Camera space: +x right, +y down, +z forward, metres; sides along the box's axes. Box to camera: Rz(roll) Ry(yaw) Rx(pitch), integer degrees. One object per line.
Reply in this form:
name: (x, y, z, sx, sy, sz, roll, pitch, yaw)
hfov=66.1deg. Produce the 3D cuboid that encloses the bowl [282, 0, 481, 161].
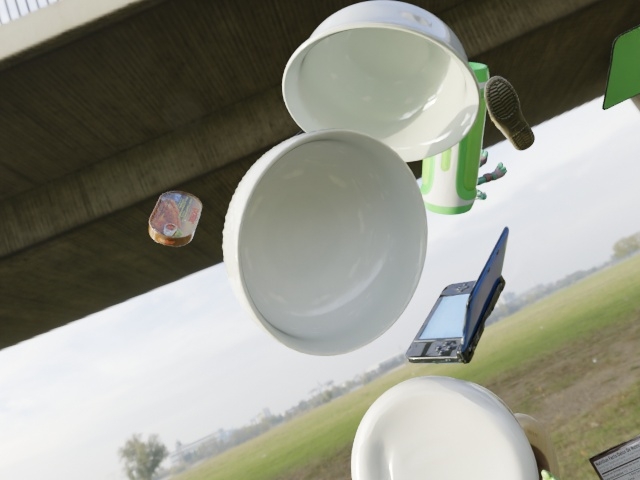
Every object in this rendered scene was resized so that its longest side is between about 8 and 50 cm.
bowl: (0.099, -0.258, 0.759, 0.297, 0.134, 0.298, 11, -24, 5)

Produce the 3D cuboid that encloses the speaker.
speaker: (0.277, -0.209, 1.026, 0.131, 0.131, 0.297, -17, -59, -26)

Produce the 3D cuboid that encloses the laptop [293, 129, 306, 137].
laptop: (-0.037, -0.304, 1.382, 0.382, 0.408, 0.236, -40, -52, -5)

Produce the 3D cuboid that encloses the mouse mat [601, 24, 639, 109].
mouse mat: (0.662, -0.371, 1.016, 0.152, 0.007, 0.190, -26, -41, 1)

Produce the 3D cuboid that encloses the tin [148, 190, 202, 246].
tin: (-0.349, -0.054, 1.192, 0.106, 0.190, 0.040, 12, -54, -8)

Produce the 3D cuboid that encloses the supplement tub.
supplement tub: (0.191, 0.320, 0.724, 0.228, 0.228, 0.316, -28, -23, 11)

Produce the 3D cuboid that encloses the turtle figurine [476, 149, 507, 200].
turtle figurine: (0.459, -0.192, 1.531, 0.234, 0.175, 0.118, -30, -11, -24)

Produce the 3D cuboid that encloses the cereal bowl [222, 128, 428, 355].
cereal bowl: (0.000, 0.000, 0.768, 0.338, 0.339, 0.141, -15, 13, -30)

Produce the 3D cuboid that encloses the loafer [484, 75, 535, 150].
loafer: (0.336, -0.229, 0.893, 0.056, 0.148, 0.050, -30, 19, 10)

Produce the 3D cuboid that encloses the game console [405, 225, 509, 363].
game console: (0.322, 0.128, 1.158, 0.250, 0.173, 0.293, -15, 23, 45)

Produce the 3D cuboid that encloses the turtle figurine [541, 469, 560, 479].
turtle figurine: (0.409, 0.613, 1.125, 0.266, 0.274, 0.198, -56, 0, -3)

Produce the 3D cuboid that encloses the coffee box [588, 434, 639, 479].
coffee box: (0.518, 0.415, 0.695, 0.141, 0.247, 0.098, 24, -56, -37)

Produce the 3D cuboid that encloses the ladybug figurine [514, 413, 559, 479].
ladybug figurine: (0.568, 0.759, 1.505, 0.450, 0.305, 0.162, -66, 10, -23)
